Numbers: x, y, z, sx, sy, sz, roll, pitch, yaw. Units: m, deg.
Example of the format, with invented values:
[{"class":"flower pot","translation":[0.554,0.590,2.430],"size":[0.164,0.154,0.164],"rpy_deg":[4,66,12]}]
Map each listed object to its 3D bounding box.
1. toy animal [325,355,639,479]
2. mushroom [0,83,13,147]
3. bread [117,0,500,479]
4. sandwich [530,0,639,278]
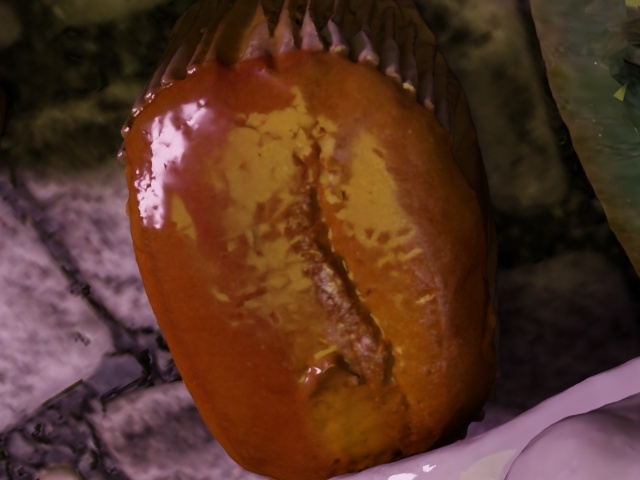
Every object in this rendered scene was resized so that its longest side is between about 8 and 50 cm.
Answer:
[{"class":"toy animal","translation":[0.104,0.142,0.476],"size":[0.265,0.206,0.272],"rpy_deg":[-46,57,8]},{"class":"mushroom","translation":[-0.201,-0.127,0.505],"size":[0.189,0.164,0.267],"rpy_deg":[14,117,2]},{"class":"bread","translation":[0.000,0.000,0.564],"size":[0.132,0.114,0.191],"rpy_deg":[-12,117,13]},{"class":"sandwich","translation":[0.238,-0.039,0.473],"size":[0.301,0.162,0.250],"rpy_deg":[-18,115,20]}]
